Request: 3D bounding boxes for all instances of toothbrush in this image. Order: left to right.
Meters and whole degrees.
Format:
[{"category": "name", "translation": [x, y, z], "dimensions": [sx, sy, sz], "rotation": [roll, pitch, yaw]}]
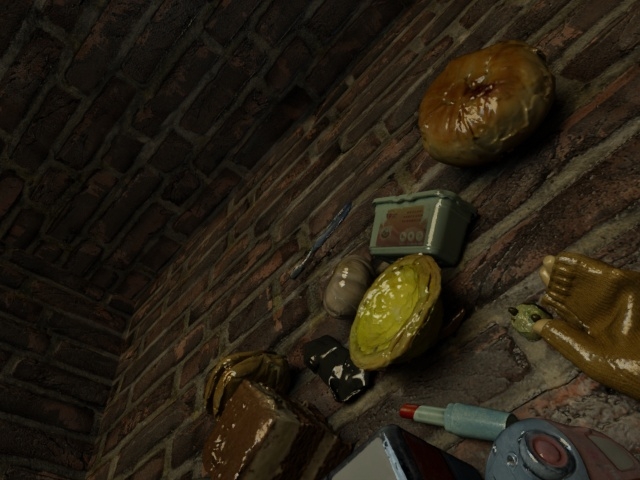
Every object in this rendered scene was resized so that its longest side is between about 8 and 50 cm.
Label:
[{"category": "toothbrush", "translation": [0.000, 0.000, 1.774], "dimensions": [0.413, 0.035, 0.042], "rotation": [-50, 27, 7]}]

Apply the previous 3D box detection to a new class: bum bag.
[{"category": "bum bag", "translation": [0.033, 0.380, 1.298], "dimensions": [0.142, 0.080, 0.326], "rotation": [-56, 29, -9]}]

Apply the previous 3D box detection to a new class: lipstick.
[{"category": "lipstick", "translation": [0.289, 0.392, 0.938], "dimensions": [0.274, 0.061, 0.068], "rotation": [-14, 50, 49]}]

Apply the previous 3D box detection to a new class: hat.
[{"category": "hat", "translation": [0.455, 0.171, 0.932], "dimensions": [0.076, 0.059, 0.077], "rotation": [-54, 34, 10]}]

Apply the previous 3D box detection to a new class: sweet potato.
[{"category": "sweet potato", "translation": [0.305, 0.238, 1.092], "dimensions": [0.179, 0.044, 0.044], "rotation": [-47, 31, 16]}]

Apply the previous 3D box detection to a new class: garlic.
[{"category": "garlic", "translation": [0.097, 0.153, 1.359], "dimensions": [0.228, 0.152, 0.227], "rotation": [-160, 90, -90]}]

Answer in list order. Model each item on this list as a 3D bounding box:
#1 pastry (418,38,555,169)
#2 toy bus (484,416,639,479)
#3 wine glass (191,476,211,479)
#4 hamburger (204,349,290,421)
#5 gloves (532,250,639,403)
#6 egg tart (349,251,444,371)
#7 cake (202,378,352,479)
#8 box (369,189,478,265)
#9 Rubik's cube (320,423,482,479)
[{"category": "pastry", "translation": [0.485, -0.389, 1.266], "dimensions": [0.410, 0.245, 0.409], "rotation": [-33, 39, 33]}, {"category": "toy bus", "translation": [0.401, 0.406, 0.617], "dimensions": [0.294, 0.232, 0.197], "rotation": [-119, 32, -55]}, {"category": "wine glass", "translation": [-0.399, 0.846, 1.408], "dimensions": [0.204, 0.111, 0.111], "rotation": [-32, 37, 36]}, {"category": "hamburger", "translation": [-0.234, 0.474, 1.390], "dimensions": [0.145, 0.283, 0.259], "rotation": [30, 106, 51]}, {"category": "gloves", "translation": [0.526, 0.157, 0.746], "dimensions": [0.203, 0.155, 0.356], "rotation": [-54, 45, 16]}, {"category": "egg tart", "translation": [0.216, 0.197, 1.119], "dimensions": [0.345, 0.133, 0.345], "rotation": [-53, 14, 20]}, {"category": "cake", "translation": [-0.119, 0.555, 1.136], "dimensions": [0.256, 0.290, 0.282], "rotation": [11, 66, 56]}, {"category": "box", "translation": [0.288, -0.026, 1.275], "dimensions": [0.312, 0.175, 0.182], "rotation": [-4, 66, 53]}, {"category": "Rubik's cube", "translation": [0.153, 0.563, 0.707], "dimensions": [0.313, 0.318, 0.316], "rotation": [-46, 32, 12]}]
